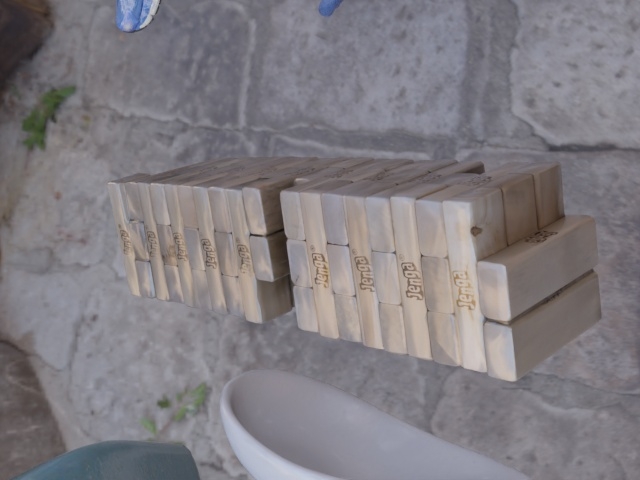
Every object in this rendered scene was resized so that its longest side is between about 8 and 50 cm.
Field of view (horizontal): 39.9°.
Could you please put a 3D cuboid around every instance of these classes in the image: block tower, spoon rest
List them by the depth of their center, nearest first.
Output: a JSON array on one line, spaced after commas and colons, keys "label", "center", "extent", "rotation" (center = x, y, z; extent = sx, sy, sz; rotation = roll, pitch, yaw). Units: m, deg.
[{"label": "block tower", "center": [0.000, 0.000, 0.554], "extent": [0.335, 0.097, 0.091], "rotation": [6, 110, 44]}, {"label": "spoon rest", "center": [0.059, 0.157, 0.562], "extent": [0.276, 0.137, 0.084], "rotation": [31, 105, 10]}]

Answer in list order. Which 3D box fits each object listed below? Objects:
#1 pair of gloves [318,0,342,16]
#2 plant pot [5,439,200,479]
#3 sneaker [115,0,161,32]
[{"label": "pair of gloves", "center": [0.071, -0.298, 0.847], "extent": [0.198, 0.023, 0.159], "rotation": [-51, 12, -5]}, {"label": "plant pot", "center": [-0.203, 0.280, 0.608], "extent": [0.247, 0.252, 0.247], "rotation": [-24, 66, 0]}, {"label": "sneaker", "center": [-0.325, -0.476, 1.349], "extent": [0.130, 0.147, 0.330], "rotation": [-120, 23, -49]}]
